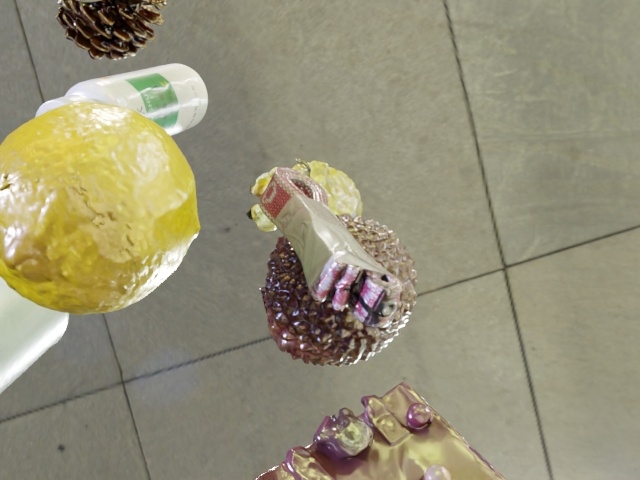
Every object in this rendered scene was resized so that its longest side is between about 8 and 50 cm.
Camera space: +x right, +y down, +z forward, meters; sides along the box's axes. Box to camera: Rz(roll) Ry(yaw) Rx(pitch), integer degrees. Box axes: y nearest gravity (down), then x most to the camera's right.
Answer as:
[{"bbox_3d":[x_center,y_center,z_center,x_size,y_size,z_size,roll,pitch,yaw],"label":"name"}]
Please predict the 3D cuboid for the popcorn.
[{"bbox_3d":[-0.019,-0.067,1.372,0.195,0.173,0.168,33,60,-30],"label":"popcorn"}]

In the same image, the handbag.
[{"bbox_3d":[0.070,0.245,0.736,0.203,0.074,0.216,-26,56,-33],"label":"handbag"}]

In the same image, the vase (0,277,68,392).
[{"bbox_3d":[-0.445,0.117,0.898,0.245,0.245,0.291,53,38,-12],"label":"vase"}]

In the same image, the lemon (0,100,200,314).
[{"bbox_3d":[-0.211,-0.031,0.750,0.192,0.231,0.192,6,114,14],"label":"lemon"}]

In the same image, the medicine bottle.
[{"bbox_3d":[-0.239,-0.160,0.997,0.095,0.260,0.095,8,110,22],"label":"medicine bottle"}]

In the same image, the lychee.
[{"bbox_3d":[0.025,0.054,0.922,0.188,0.188,0.188,-1,92,-16],"label":"lychee"}]

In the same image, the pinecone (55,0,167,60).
[{"bbox_3d":[-0.320,-0.378,1.282,0.165,0.163,0.163,-30,103,30],"label":"pinecone"}]

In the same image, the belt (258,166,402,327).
[{"bbox_3d":[0.000,0.000,0.792,0.071,0.232,0.053,11,116,-35],"label":"belt"}]
